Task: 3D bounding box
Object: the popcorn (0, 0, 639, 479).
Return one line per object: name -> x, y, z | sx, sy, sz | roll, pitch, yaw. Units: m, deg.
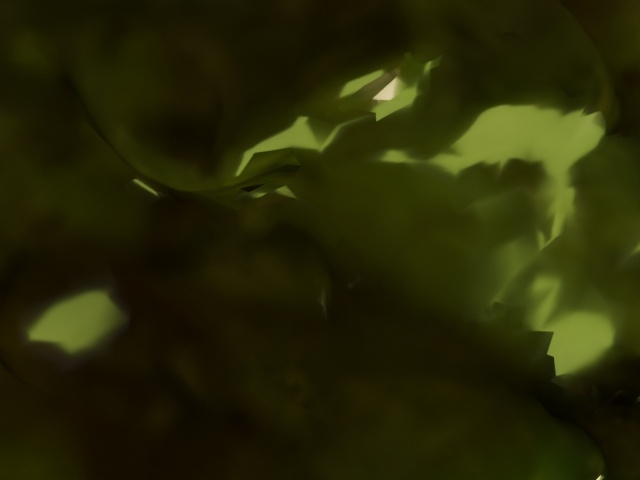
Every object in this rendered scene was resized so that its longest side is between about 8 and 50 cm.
popcorn -> -0.006, 0.002, 0.429 | 0.224, 0.270, 0.258 | -40, 143, -77
